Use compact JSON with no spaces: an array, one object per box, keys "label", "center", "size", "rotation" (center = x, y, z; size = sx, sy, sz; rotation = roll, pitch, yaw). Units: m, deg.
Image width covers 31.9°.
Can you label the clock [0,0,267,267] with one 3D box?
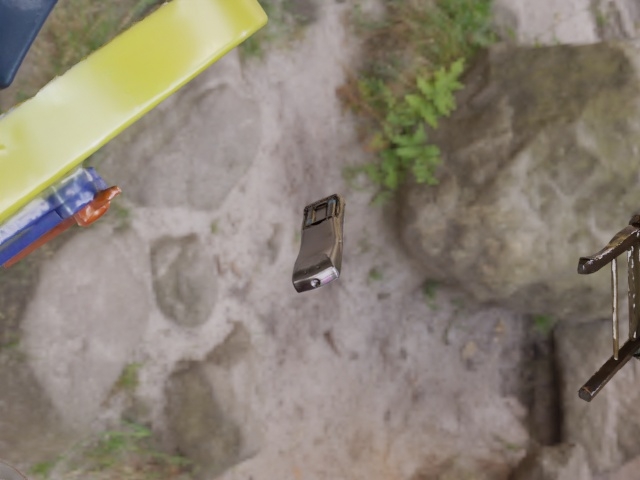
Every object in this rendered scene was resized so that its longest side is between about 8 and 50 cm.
[{"label":"clock","center":[-0.144,-0.037,0.596],"size":[0.071,0.293,0.277],"rotation":[52,-4,-11]}]

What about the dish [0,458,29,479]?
[{"label":"dish","center":[-0.360,0.189,0.969],"size":[0.081,0.229,0.229],"rotation":[-57,142,-12]}]

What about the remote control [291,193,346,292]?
[{"label":"remote control","center":[0.000,0.000,1.310],"size":[0.212,0.059,0.028],"rotation":[-84,152,-65]}]

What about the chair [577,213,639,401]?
[{"label":"chair","center":[0.416,0.066,1.237],"size":[0.319,0.160,0.186],"rotation":[-24,116,-47]}]

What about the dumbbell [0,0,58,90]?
[{"label":"dumbbell","center":[-0.318,-0.200,0.684],"size":[0.316,0.143,0.156],"rotation":[29,27,-51]}]
